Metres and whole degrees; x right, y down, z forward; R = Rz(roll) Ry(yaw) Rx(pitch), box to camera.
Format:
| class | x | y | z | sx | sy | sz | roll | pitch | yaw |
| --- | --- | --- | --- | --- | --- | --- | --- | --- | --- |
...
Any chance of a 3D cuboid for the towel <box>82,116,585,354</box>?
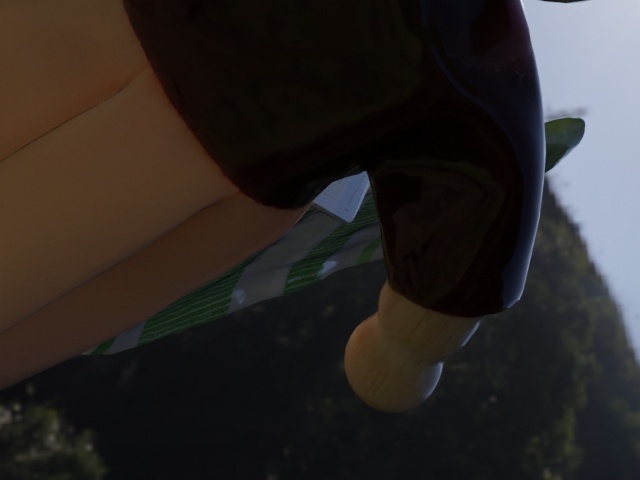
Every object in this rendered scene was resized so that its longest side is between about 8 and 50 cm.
| class | x | y | z | sx | sy | sz | roll | pitch | yaw |
| --- | --- | --- | --- | --- | --- | --- | --- | --- | --- |
| towel | 0.000 | 0.000 | 1.138 | 0.248 | 0.325 | 0.038 | -42 | -115 | 61 |

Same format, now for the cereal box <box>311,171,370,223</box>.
| class | x | y | z | sx | sy | sz | roll | pitch | yaw |
| --- | --- | --- | --- | --- | --- | --- | --- | --- | --- |
| cereal box | 0.005 | -0.108 | 0.808 | 0.173 | 0.047 | 0.240 | -65 | 164 | -1 |

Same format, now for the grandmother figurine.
| class | x | y | z | sx | sy | sz | roll | pitch | yaw |
| --- | --- | --- | --- | --- | --- | --- | --- | --- | --- |
| grandmother figurine | -0.023 | -0.042 | 0.417 | 0.208 | 0.342 | 0.104 | 49 | 34 | -18 |
